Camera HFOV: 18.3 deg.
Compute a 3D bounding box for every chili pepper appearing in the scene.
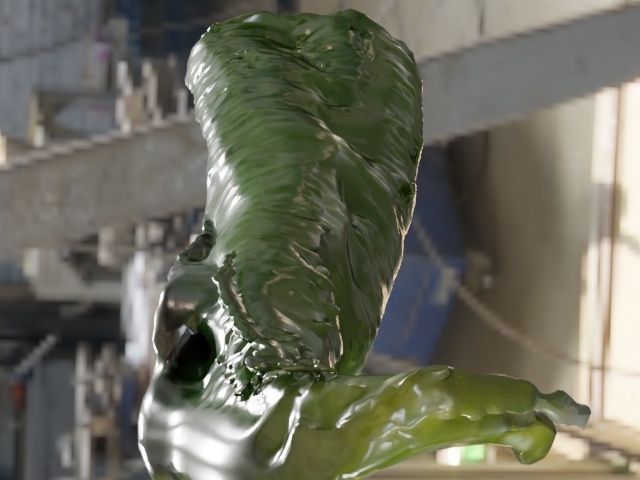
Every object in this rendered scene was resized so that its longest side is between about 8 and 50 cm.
[{"bbox_3d":[0.000,0.000,0.537,0.359,0.084,0.076,-96,16,-71],"label":"chili pepper"}]
